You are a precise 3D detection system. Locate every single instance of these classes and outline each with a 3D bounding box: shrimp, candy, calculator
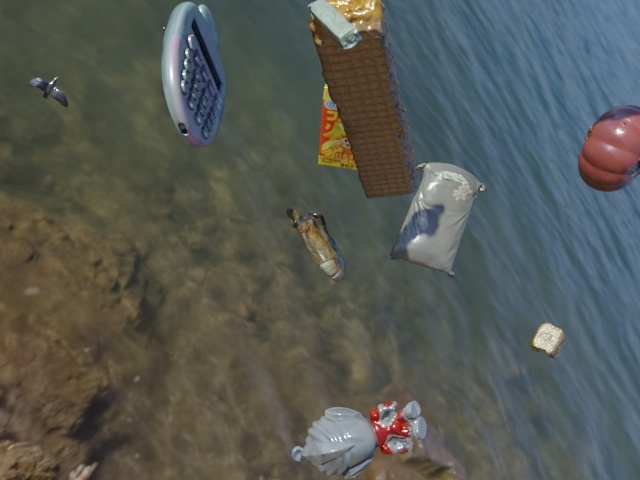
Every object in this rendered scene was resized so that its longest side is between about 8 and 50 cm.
[{"bbox_3d":[0.003,-0.007,1.468,0.254,0.059,0.145,56,22,-23],"label":"shrimp"},{"bbox_3d":[0.076,-0.349,1.802,0.146,0.276,0.088,11,43,4],"label":"candy"},{"bbox_3d":[-0.203,-0.277,0.979,0.185,0.042,0.298,70,15,-49],"label":"calculator"}]

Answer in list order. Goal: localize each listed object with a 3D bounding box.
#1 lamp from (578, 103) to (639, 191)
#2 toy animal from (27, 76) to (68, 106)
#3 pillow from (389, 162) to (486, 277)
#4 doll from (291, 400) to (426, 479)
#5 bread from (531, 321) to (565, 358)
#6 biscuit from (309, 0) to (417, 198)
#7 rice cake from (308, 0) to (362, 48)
[{"bbox_3d":[0.606,-0.182,1.209,0.140,0.181,0.182,29,26,26],"label":"lamp"},{"bbox_3d":[-0.539,-0.307,1.202,0.084,0.028,0.050,28,83,-20],"label":"toy animal"},{"bbox_3d":[0.267,-0.053,1.343,0.169,0.059,0.254,21,80,-1],"label":"pillow"},{"bbox_3d":[0.050,0.259,0.787,0.079,0.180,0.093,41,32,-82],"label":"doll"},{"bbox_3d":[0.620,0.273,1.639,0.083,0.077,0.070,-57,141,-10],"label":"bread"},{"bbox_3d":[0.074,-0.183,0.850,0.378,0.094,0.054,60,30,-58],"label":"biscuit"},{"bbox_3d":[0.013,-0.234,0.643,0.021,0.022,0.121,61,1,-41],"label":"rice cake"}]
